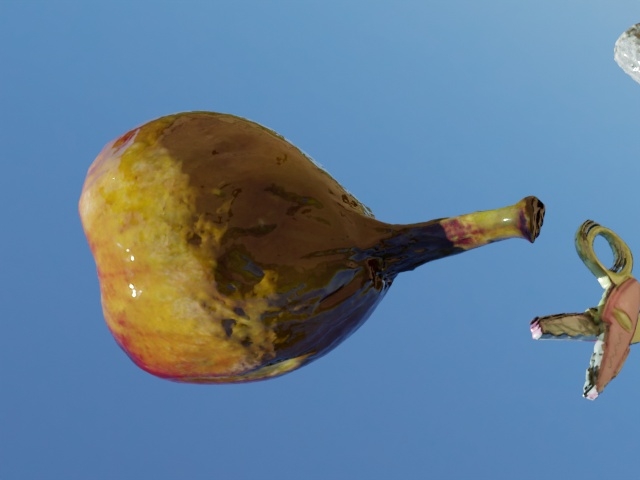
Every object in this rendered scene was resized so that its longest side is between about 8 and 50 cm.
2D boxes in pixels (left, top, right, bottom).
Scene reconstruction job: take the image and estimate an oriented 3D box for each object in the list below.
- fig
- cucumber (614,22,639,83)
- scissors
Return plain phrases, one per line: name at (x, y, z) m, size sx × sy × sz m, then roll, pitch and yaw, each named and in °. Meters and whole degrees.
fig at (-0.020, 0.013, 1.205) m, size 0.290 × 0.190 × 0.191 m, roll 12°, pitch -177°, yaw 41°
cucumber at (0.333, -0.162, 1.818) m, size 0.112 × 0.064 × 0.064 m, roll 39°, pitch -160°, yaw 30°
scissors at (0.189, 0.053, 1.232) m, size 0.133 × 0.020 × 0.187 m, roll 51°, pitch -150°, yaw 8°
